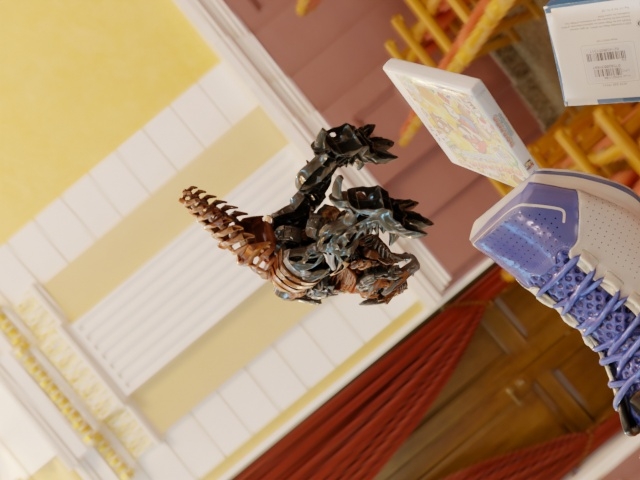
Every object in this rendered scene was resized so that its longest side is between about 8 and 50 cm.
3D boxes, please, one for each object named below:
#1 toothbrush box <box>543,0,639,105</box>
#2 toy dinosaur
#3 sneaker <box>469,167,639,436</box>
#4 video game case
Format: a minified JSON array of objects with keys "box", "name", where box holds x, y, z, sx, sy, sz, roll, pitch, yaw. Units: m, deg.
[{"box":[0.415,-0.278,0.994,0.216,0.295,0.126,2,126,37],"name":"toothbrush box"},{"box":[0.000,0.000,0.970,0.322,0.218,0.164,-5,-125,-52],"name":"toy dinosaur"},{"box":[0.295,0.074,0.825,0.315,0.127,0.182,29,-134,-12],"name":"sneaker"},{"box":[0.202,-0.160,1.227,0.206,0.026,0.227,47,173,-31],"name":"video game case"}]
